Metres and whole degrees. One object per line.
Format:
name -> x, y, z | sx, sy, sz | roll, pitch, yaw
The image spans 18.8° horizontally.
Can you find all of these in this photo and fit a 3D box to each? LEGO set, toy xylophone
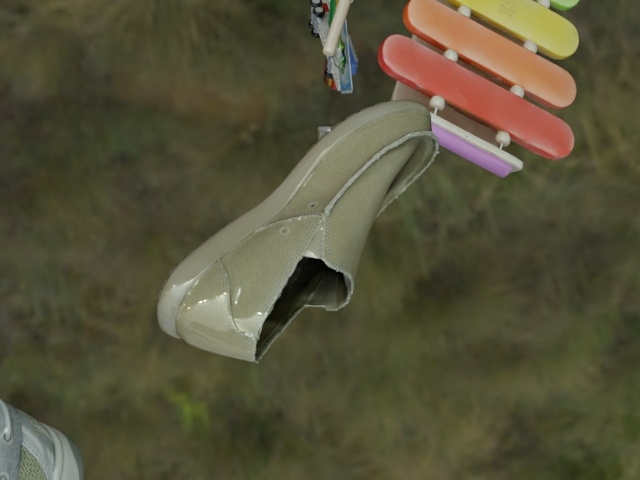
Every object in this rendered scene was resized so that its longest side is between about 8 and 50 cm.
LEGO set -> 0.030, -0.158, 1.883 | 0.060, 0.244, 0.182 | -7, -176, -12
toy xylophone -> 0.134, -0.213, 1.790 | 0.236, 0.323, 0.081 | 19, 156, -20

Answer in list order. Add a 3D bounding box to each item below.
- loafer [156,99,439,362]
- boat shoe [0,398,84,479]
loafer -> 0.000, 0.000, 1.438 | 0.268, 0.092, 0.102 | -41, 159, -20
boat shoe -> -0.286, 0.268, 1.403 | 0.118, 0.320, 0.103 | 20, 166, 39
